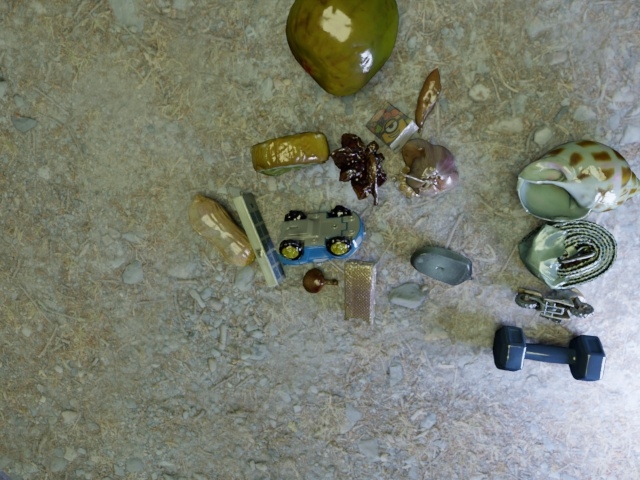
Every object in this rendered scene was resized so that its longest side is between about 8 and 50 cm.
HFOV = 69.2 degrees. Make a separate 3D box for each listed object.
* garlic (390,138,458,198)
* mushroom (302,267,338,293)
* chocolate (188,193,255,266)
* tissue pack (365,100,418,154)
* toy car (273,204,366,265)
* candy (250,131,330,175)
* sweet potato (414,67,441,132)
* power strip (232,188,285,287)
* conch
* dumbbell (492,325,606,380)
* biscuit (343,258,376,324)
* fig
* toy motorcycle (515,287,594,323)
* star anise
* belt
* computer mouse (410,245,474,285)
[{"bbox_3d":[0.299,-0.201,1.461,0.207,0.257,0.207,30,133,39],"label":"garlic"},{"bbox_3d":[-0.003,0.142,1.645,0.130,0.073,0.088,-1,71,8],"label":"mushroom"},{"bbox_3d":[-0.351,-0.030,1.640,0.134,0.134,0.309,-40,93,15],"label":"chocolate"},{"bbox_3d":[0.225,-0.359,1.473,0.108,0.060,0.148,-49,49,13],"label":"tissue pack"},{"bbox_3d":[0.000,0.000,1.566,0.314,0.198,0.166,-6,133,8],"label":"toy car"},{"bbox_3d":[-0.095,-0.275,1.481,0.260,0.260,0.117,-10,98,12],"label":"candy"},{"bbox_3d":[0.339,-0.443,1.475,0.068,0.060,0.205,37,121,40],"label":"sweet potato"},{"bbox_3d":[-0.215,-0.010,1.632,0.043,0.106,0.367,-20,97,15],"label":"power strip"},{"bbox_3d":[0.777,-0.170,1.381,0.368,0.197,0.249,20,116,12],"label":"conch"},{"bbox_3d":[0.743,0.371,1.523,0.325,0.160,0.144,5,71,8],"label":"dumbbell"},{"bbox_3d":[0.136,0.179,1.605,0.108,0.062,0.238,8,114,20],"label":"biscuit"},{"bbox_3d":[0.076,-0.617,1.363,0.344,0.343,0.343,2,102,10],"label":"fig"},{"bbox_3d":[0.757,0.197,1.510,0.229,0.130,0.094,8,124,22],"label":"toy motorcycle"},{"bbox_3d":[0.138,-0.247,1.496,0.220,0.190,0.126,34,140,-23],"label":"star anise"},{"bbox_3d":[0.765,0.035,1.449,0.258,0.150,0.207,-15,90,12],"label":"belt"},{"bbox_3d":[0.411,0.078,1.562,0.229,0.068,0.113,20,122,-6],"label":"computer mouse"}]
